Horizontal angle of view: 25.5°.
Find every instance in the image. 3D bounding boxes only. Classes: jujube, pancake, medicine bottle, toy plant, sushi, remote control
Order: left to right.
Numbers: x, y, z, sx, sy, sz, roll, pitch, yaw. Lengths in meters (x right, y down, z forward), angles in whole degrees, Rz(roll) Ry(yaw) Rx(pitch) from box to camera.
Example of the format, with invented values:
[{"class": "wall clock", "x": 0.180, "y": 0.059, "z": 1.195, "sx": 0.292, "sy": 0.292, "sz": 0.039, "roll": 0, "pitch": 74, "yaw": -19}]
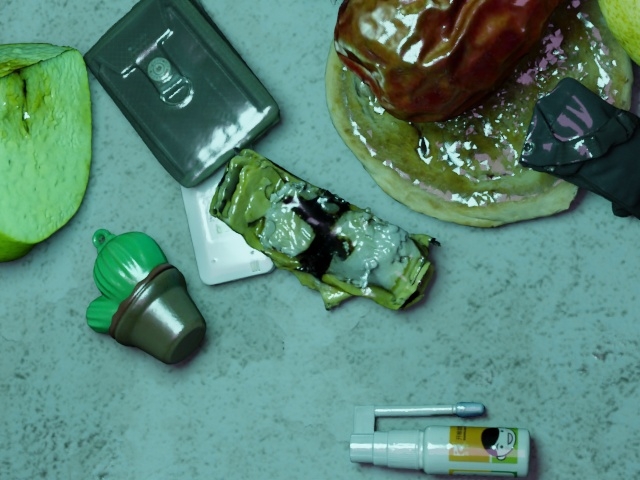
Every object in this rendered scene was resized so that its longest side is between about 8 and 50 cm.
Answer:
[{"class": "toy plant", "x": -0.234, "y": 0.071, "z": 1.791, "sx": 0.200, "sy": 0.105, "sz": 0.143, "roll": 43, "pitch": 106, "yaw": 24}, {"class": "remote control", "x": -0.128, "y": -0.072, "z": 1.811, "sx": 0.103, "sy": 0.034, "sz": 0.250, "roll": -14, "pitch": 85, "yaw": 7}, {"class": "sushi", "x": -0.001, "y": 0.001, "z": 1.736, "sx": 0.291, "sy": 0.131, "sz": 0.139, "roll": 27, "pitch": 83, "yaw": -12}, {"class": "medicine bottle", "x": 0.148, "y": 0.245, "z": 1.754, "sx": 0.221, "sy": 0.061, "sz": 0.092, "roll": 0, "pitch": 63, "yaw": 8}, {"class": "jujube", "x": 0.177, "y": -0.287, "z": 1.615, "sx": 0.216, "sy": 0.216, "sz": 0.342, "roll": 45, "pitch": 100, "yaw": 7}, {"class": "pancake", "x": 0.204, "y": -0.199, "z": 1.755, "sx": 0.382, "sy": 0.071, "sz": 0.382, "roll": 0, "pitch": 87, "yaw": 8}]

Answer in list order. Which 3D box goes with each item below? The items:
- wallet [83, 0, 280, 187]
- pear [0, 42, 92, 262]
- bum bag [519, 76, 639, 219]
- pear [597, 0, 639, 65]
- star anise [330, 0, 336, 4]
[{"class": "wallet", "x": -0.176, "y": -0.200, "z": 1.790, "sx": 0.168, "sy": 0.052, "sz": 0.245, "roll": -39, "pitch": 72, "yaw": 1}, {"class": "pear", "x": -0.416, "y": -0.105, "z": 1.772, "sx": 0.159, "sy": 0.292, "sz": 0.292, "roll": 1, "pitch": 88, "yaw": 35}, {"class": "bum bag", "x": 0.352, "y": -0.098, "z": 1.688, "sx": 0.248, "sy": 0.060, "sz": 0.123, "roll": 22, "pitch": 98, "yaw": -28}, {"class": "pear", "x": 0.445, "y": -0.317, "z": 1.627, "sx": 0.271, "sy": 0.271, "sz": 0.271, "roll": 0, "pitch": 88, "yaw": 7}, {"class": "star anise", "x": 0.027, "y": -0.382, "z": 1.758, "sx": 0.229, "sy": 0.093, "sz": 0.236, "roll": -40, "pitch": 57, "yaw": -2}]
